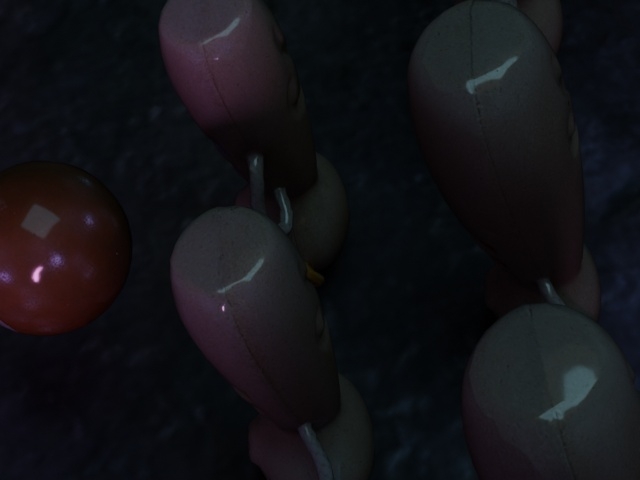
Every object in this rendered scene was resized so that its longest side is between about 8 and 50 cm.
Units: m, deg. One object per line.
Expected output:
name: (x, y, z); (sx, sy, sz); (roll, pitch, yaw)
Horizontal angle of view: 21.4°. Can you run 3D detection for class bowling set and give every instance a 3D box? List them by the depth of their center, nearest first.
bowling set: (0.000, 0.000, 0.551); (0.200, 0.154, 0.287); (-9, 53, 13)
